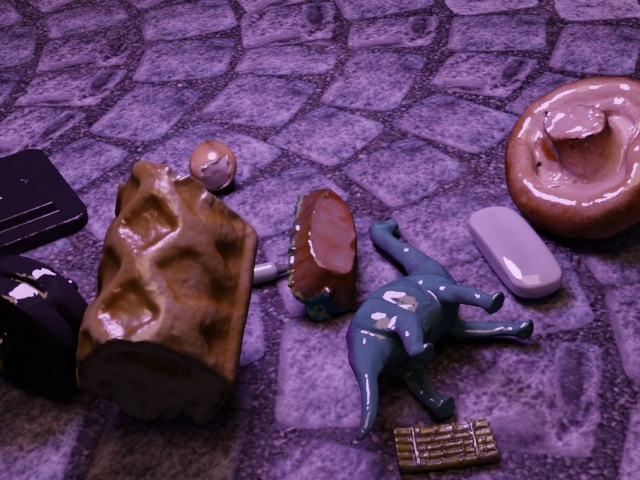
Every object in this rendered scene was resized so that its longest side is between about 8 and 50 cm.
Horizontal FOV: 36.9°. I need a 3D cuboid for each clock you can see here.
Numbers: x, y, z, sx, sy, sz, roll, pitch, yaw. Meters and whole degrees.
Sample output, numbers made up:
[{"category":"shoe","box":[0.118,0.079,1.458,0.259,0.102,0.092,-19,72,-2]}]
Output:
[{"category":"clock","box":[-0.551,-0.056,1.584,0.273,0.049,0.279,-24,40,-23]}]

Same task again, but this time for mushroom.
[{"category":"mushroom","box":[0.401,-0.127,1.420,0.278,0.146,0.278,-19,48,22]}]

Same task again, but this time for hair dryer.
[{"category":"hair dryer","box":[-0.114,0.063,1.364,0.183,0.044,0.155,-5,38,-3]}]

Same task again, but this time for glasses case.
[{"category":"glasses case","box":[0.273,0.013,1.358,0.076,0.049,0.197,-15,37,-9]}]

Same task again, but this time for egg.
[{"category":"egg","box":[-0.180,-0.128,1.596,0.080,0.080,0.096,-14,39,-9]}]

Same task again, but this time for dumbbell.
[{"category":"dumbbell","box":[-0.416,0.168,1.147,0.185,0.185,0.388,11,40,23]}]

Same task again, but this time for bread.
[{"category":"bread","box":[-0.187,0.072,1.169,0.196,0.238,0.252,-20,42,31]}]

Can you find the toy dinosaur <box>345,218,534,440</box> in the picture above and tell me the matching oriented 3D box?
[{"category":"toy dinosaur","box":[0.070,0.091,1.254,0.383,0.129,0.331,-28,35,-35]}]

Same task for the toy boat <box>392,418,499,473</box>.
[{"category":"toy boat","box":[0.143,0.236,1.107,0.115,0.016,0.063,-7,36,0]}]

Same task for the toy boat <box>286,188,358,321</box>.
[{"category":"toy boat","box":[0.004,-0.010,1.397,0.108,0.099,0.293,17,34,-14]}]
